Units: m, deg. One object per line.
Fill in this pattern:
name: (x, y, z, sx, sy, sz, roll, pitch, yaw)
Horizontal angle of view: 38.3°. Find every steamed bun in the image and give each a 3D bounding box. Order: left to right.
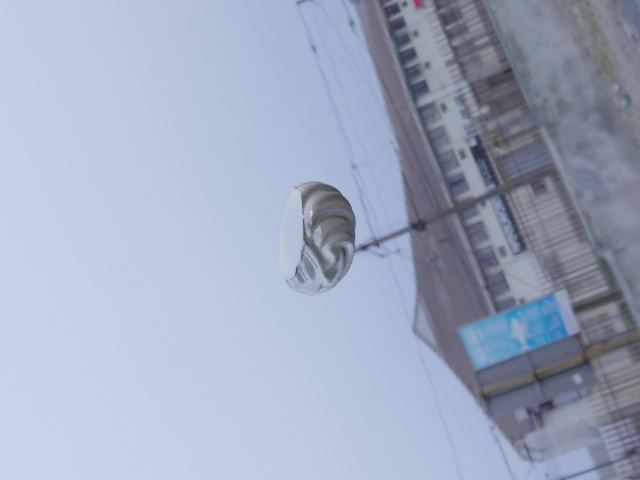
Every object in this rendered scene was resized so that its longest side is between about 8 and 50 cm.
steamed bun: (0.000, 0.000, 1.460, 0.183, 0.106, 0.182, -177, 90, -72)
